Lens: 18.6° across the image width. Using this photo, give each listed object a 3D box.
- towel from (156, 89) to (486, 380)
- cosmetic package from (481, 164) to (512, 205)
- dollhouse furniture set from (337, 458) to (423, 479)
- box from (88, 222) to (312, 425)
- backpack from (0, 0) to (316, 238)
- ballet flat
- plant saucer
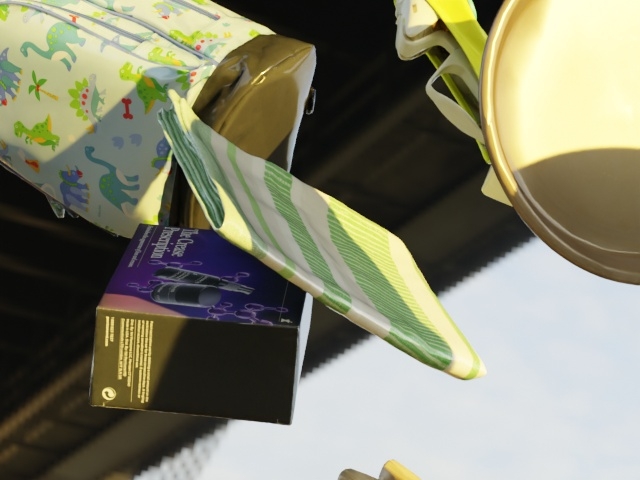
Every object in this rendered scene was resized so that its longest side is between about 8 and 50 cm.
[{"bbox_3d":[0.000,0.000,1.785,0.325,0.248,0.038,34,-75,-33],"label":"towel"},{"bbox_3d":[0.298,-0.205,1.894,0.155,0.366,0.197,21,-31,2],"label":"cosmetic package"},{"bbox_3d":[-0.023,0.455,1.834,0.362,0.394,0.256,-6,31,-43],"label":"dollhouse furniture set"},{"bbox_3d":[-0.103,0.073,1.831,0.184,0.103,0.261,8,18,0],"label":"box"},{"bbox_3d":[-0.218,-0.157,2.086,0.355,0.273,0.290,41,-47,28],"label":"backpack"},{"bbox_3d":[0.111,-0.161,1.665,0.077,0.231,0.077,-28,-14,-20],"label":"ballet flat"},{"bbox_3d":[0.243,-0.103,1.495,0.277,0.278,0.041,18,-10,-17],"label":"plant saucer"}]
